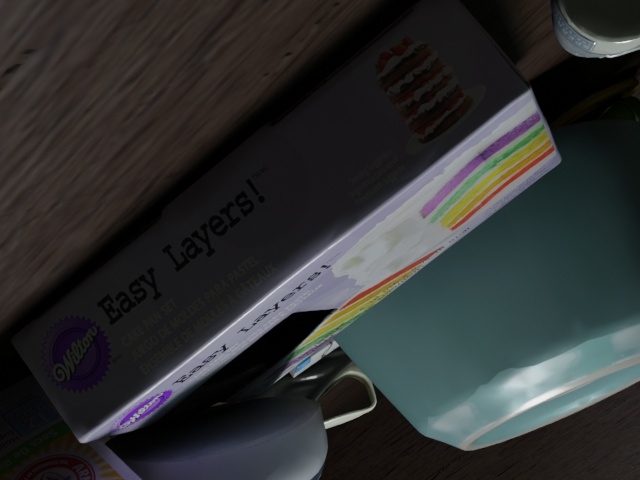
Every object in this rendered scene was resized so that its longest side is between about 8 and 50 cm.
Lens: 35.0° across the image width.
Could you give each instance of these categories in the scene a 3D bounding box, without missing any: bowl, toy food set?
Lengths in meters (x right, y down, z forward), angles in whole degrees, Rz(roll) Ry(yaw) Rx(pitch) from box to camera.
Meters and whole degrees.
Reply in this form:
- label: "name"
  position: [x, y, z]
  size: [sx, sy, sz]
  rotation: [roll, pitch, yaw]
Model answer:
- label: "bowl"
  position: [0.158, 0.058, 0.805]
  size: [0.311, 0.163, 0.311]
  rotation: [-20, 161, -7]
- label: "toy food set"
  position: [0.235, -0.073, 0.919]
  size: [0.218, 0.071, 0.128]
  rotation: [-25, 163, -43]

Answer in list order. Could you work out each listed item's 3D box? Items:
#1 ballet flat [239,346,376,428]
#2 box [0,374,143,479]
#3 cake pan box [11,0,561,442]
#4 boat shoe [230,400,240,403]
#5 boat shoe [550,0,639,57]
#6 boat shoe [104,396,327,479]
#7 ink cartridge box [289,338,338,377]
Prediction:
- label: "ballet flat"
  position: [0.045, 0.125, 1.066]
  size: [0.280, 0.096, 0.095]
  rotation: [-34, 167, -17]
- label: "box"
  position: [-0.184, 0.172, 0.475]
  size: [0.203, 0.114, 0.103]
  rotation: [-30, 132, -33]
- label: "cake pan box"
  position: [0.000, 0.000, 0.544]
  size: [0.267, 0.070, 0.246]
  rotation: [-38, 166, 10]
- label: "boat shoe"
  position: [-0.110, 0.232, 1.084]
  size: [0.190, 0.072, 0.068]
  rotation: [-38, 168, 6]
- label: "boat shoe"
  position: [0.213, -0.169, 0.514]
  size: [0.227, 0.079, 0.081]
  rotation: [-33, 177, 4]
- label: "boat shoe"
  position: [-0.073, 0.191, 0.655]
  size: [0.135, 0.156, 0.367]
  rotation: [-11, 174, -19]
- label: "ink cartridge box"
  position: [0.001, 0.096, 0.993]
  size: [0.083, 0.028, 0.048]
  rotation: [-34, 168, -16]
